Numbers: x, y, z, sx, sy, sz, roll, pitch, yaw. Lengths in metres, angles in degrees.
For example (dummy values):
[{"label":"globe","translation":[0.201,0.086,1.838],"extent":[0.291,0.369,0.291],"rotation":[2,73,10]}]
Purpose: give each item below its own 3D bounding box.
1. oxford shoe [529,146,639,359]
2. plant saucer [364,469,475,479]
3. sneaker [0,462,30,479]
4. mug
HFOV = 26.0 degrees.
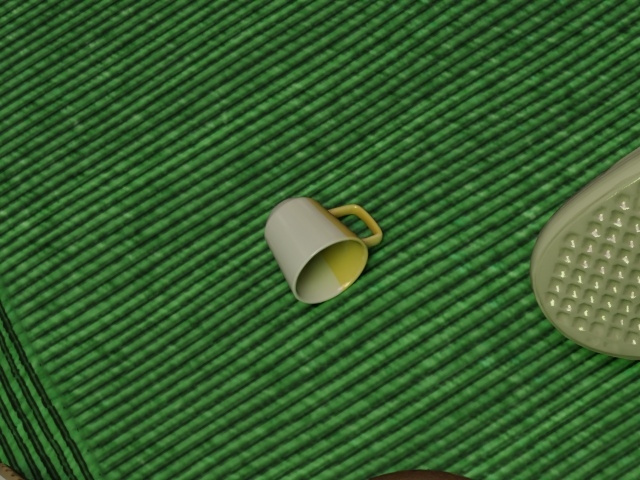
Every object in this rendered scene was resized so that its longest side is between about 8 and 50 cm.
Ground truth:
[{"label":"oxford shoe","translation":[0.345,-0.059,0.898],"extent":[0.449,0.169,0.130],"rotation":[-29,22,9]},{"label":"plant saucer","translation":[0.059,0.241,0.886],"extent":[0.198,0.036,0.199],"rotation":[-5,68,12]},{"label":"sneaker","translation":[-0.157,0.280,0.888],"extent":[0.282,0.099,0.153],"rotation":[32,75,29]},{"label":"mug","translation":[-0.003,0.003,0.998],"extent":[0.064,0.078,0.062],"rotation":[51,119,35]}]
